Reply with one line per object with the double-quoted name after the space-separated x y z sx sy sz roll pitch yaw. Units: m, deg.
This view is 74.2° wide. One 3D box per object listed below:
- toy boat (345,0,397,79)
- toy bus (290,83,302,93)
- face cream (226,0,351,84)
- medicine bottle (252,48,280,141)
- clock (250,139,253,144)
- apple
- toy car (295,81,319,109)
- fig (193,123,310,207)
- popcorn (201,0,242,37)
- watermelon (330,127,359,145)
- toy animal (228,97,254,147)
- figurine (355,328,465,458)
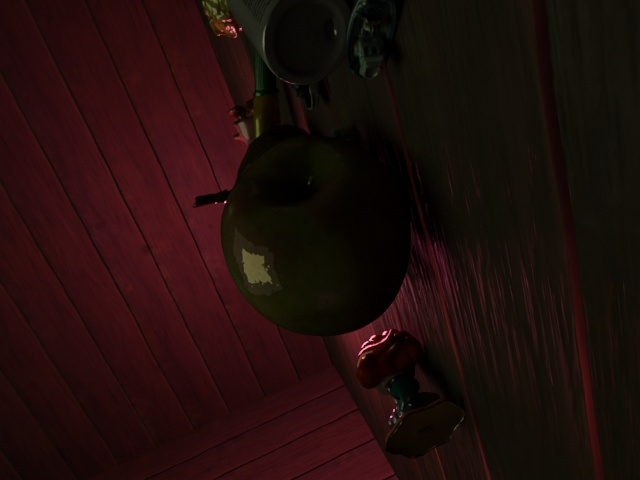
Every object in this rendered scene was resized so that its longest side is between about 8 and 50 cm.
0.062 -0.244 0.528 0.140 0.059 0.066 100 164 -77 "toy boat"
-0.056 -0.375 0.971 0.046 0.038 0.083 71 173 -48 "toy bus"
-0.085 -0.417 0.718 0.145 0.145 0.370 79 166 -51 "face cream"
-0.152 -0.383 1.194 0.111 0.076 0.309 -59 -26 -64 "medicine bottle"
-0.151 -0.269 1.415 0.199 0.146 0.243 44 176 -8 "clock"
0.000 0.000 0.711 0.319 0.319 0.277 59 177 42 "apple"
-0.046 -0.369 0.874 0.205 0.056 0.095 63 170 5 "toy car"
-0.152 -0.133 1.119 0.286 0.368 0.286 -19 -90 -89 "fig"
-0.199 -0.583 0.968 0.173 0.168 0.195 26 148 21 "popcorn"
0.029 -0.152 0.860 0.139 0.071 0.187 -100 10 -49 "watermelon"
-0.227 -0.377 1.594 0.169 0.195 0.281 -26 -80 -59 "toy animal"
0.168 0.295 0.912 0.208 0.181 0.257 27 -164 -30 "figurine"
